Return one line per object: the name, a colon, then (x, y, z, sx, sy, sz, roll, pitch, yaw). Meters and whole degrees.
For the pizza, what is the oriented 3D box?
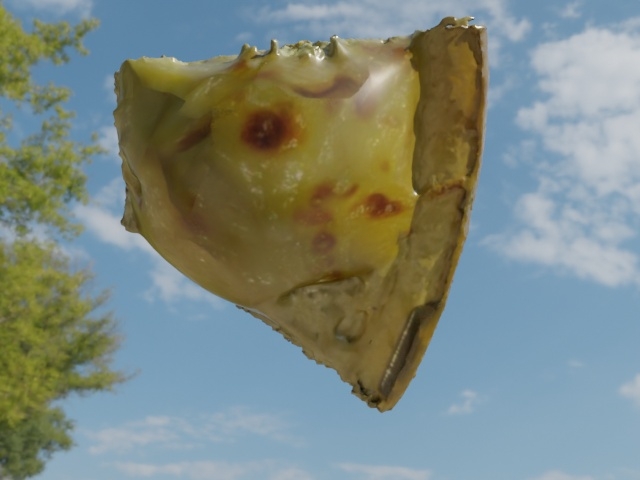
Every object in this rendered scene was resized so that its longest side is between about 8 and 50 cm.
pizza: (-0.008, -0.005, 0.376, 0.188, 0.204, 0.080, -1, 10, -5)
